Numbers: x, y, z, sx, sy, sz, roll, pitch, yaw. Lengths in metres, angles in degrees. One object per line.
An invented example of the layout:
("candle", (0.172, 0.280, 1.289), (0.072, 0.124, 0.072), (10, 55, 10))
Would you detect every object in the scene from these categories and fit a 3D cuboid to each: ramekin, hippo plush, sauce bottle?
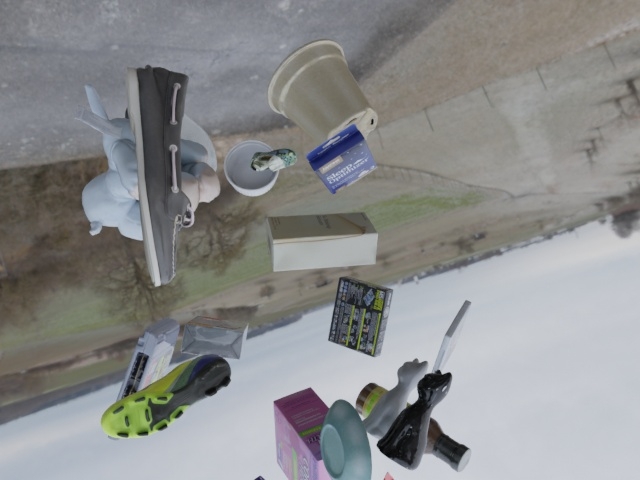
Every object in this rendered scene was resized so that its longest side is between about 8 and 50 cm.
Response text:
("ramekin", (-0.258, -0.267, 2.002), (0.207, 0.207, 0.109), (-19, 167, -9))
("hippo plush", (-0.370, -0.094, 1.025), (0.294, 0.234, 0.236), (25, 119, -30))
("sauce bottle", (0.256, 0.523, 1.485), (0.344, 0.111, 0.111), (21, -158, 39))

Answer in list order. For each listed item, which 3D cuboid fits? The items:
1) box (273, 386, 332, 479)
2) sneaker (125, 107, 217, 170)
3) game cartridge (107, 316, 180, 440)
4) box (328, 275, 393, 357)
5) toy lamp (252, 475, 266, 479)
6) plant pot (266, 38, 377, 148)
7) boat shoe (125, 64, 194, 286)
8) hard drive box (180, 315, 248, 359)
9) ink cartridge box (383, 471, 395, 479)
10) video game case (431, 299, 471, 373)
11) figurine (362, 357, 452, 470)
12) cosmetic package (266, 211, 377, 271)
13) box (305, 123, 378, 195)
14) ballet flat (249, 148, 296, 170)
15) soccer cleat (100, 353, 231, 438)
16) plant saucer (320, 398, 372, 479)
("box", (-0.014, 0.541, 1.337), (0.117, 0.213, 0.243), (-14, -154, -28))
("sneaker", (-0.418, -0.291, 1.472), (0.147, 0.295, 0.104), (-1, -130, 42))
("game cartridge", (-0.460, 0.355, 1.390), (0.060, 0.294, 0.196), (21, -175, -1))
("box", (0.155, 0.296, 2.064), (0.216, 0.269, 0.060), (13, -172, 30))
("toy lamp", (-0.142, 0.891, 1.687), (0.080, 0.274, 0.080), (-30, 160, -12))
("plant pot", (0.031, -0.478, 1.868), (0.334, 0.305, 0.334), (-32, 161, -13))
("boat shoe", (-0.226, -0.103, 0.785), (0.096, 0.335, 0.112), (-6, 173, -20))
("hard drive box", (-0.332, 0.308, 1.687), (0.181, 0.089, 0.232), (9, 177, -5))
("ink cartridge box", (0.102, 0.465, 0.782), (0.181, 0.056, 0.224), (-55, 145, -24))
("video game case", (0.377, 0.293, 1.527), (0.201, 0.023, 0.183), (-39, 146, -51))
("figurine", (0.194, 0.359, 1.153), (0.209, 0.092, 0.215), (-58, -171, -6))
("cosmetic package", (0.000, 0.000, 1.581), (0.310, 0.113, 0.160), (-5, -151, -12))
("box", (0.055, -0.186, 1.253), (0.136, 0.036, 0.225), (-32, 160, 7))
("ballet flat", (-0.146, -0.233, 1.575), (0.070, 0.070, 0.188), (-14, -170, -40))
("soccer cleat", (-0.329, 0.332, 1.131), (0.289, 0.093, 0.121), (-22, -167, -35))
("plant saucer", (0.039, 0.425, 1.071), (0.038, 0.194, 0.195), (-1, 164, -27))
